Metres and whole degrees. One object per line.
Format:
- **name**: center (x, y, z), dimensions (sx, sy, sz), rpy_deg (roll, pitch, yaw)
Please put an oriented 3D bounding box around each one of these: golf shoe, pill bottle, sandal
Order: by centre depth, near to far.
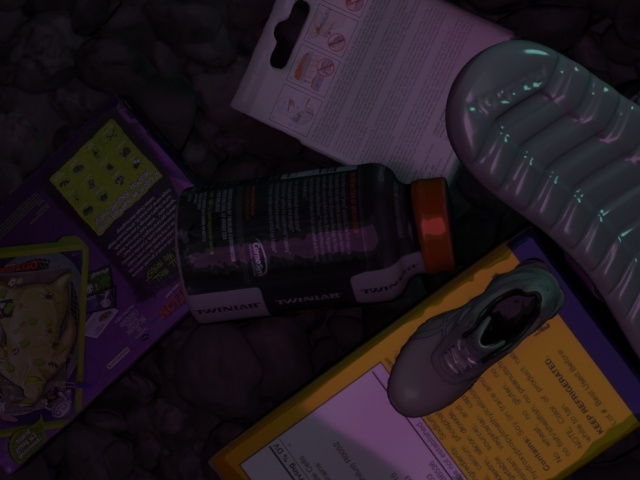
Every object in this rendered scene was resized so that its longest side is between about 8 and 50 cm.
- **golf shoe**: center (0.118, 0.083, 1.289), dimensions (0.176, 0.086, 0.069), rpy_deg (-43, 86, 13)
- **sandal**: center (0.265, -0.015, 1.331), dimensions (0.169, 0.102, 0.416), rpy_deg (-46, 107, -6)
- **pill bottle**: center (0.000, 0.000, 1.439), dimensions (0.245, 0.130, 0.130), rpy_deg (-7, 93, 9)

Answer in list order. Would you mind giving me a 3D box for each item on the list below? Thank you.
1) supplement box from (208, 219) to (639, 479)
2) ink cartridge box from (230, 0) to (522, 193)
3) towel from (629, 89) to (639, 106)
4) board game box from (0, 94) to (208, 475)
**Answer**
- **supplement box**: center (0.110, 0.158, 1.440), dimensions (0.356, 0.195, 0.194), rpy_deg (-36, 87, 11)
- **ink cartridge box**: center (0.052, -0.158, 1.500), dimensions (0.224, 0.056, 0.181), rpy_deg (27, 100, 13)
- **towel**: center (0.414, -0.112, 1.374), dimensions (0.235, 0.121, 0.284), rpy_deg (41, 117, -2)
- **board game box**: center (-0.251, 0.046, 1.579), dimensions (0.347, 0.056, 0.208), rpy_deg (-42, 82, 12)
